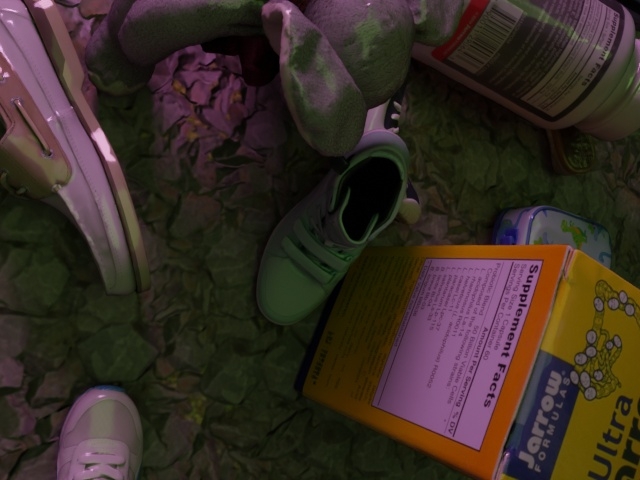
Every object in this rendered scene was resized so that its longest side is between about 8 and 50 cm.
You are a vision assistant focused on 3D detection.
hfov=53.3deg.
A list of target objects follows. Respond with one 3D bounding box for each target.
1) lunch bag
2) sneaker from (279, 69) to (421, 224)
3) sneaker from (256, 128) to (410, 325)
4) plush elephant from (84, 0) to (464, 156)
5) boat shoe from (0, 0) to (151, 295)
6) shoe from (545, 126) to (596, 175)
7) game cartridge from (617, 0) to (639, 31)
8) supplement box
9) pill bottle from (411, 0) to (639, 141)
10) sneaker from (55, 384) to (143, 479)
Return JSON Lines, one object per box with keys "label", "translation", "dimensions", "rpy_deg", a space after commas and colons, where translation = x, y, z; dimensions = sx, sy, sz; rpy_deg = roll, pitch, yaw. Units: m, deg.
{"label": "lunch bag", "translation": [0.309, 0.065, 0.885], "dimensions": [0.176, 0.090, 0.219], "rpy_deg": [12, 84, -27]}
{"label": "sneaker", "translation": [0.078, -0.145, 0.769], "dimensions": [0.153, 0.094, 0.235], "rpy_deg": [-44, 98, -11]}
{"label": "sneaker", "translation": [0.000, -0.001, 0.659], "dimensions": [0.094, 0.151, 0.256], "rpy_deg": [33, 105, -3]}
{"label": "plush elephant", "translation": [-0.022, -0.200, 0.581], "dimensions": [0.272, 0.330, 0.255], "rpy_deg": [-40, 92, -29]}
{"label": "boat shoe", "translation": [-0.254, -0.079, 0.602], "dimensions": [0.103, 0.113, 0.302], "rpy_deg": [-22, 89, -24]}
{"label": "shoe", "translation": [0.353, -0.201, 0.935], "dimensions": [0.076, 0.058, 0.219], "rpy_deg": [-5, 88, -4]}
{"label": "game cartridge", "translation": [0.396, -0.444, 0.877], "dimensions": [0.355, 0.068, 0.230], "rpy_deg": [21, 77, -16]}
{"label": "supplement box", "translation": [0.156, 0.131, 0.659], "dimensions": [0.195, 0.356, 0.194], "rpy_deg": [27, 78, -23]}
{"label": "pill bottle", "translation": [0.271, -0.248, 0.801], "dimensions": [0.318, 0.176, 0.176], "rpy_deg": [23, 79, -17]}
{"label": "sneaker", "translation": [-0.218, 0.258, 0.618], "dimensions": [0.087, 0.092, 0.229], "rpy_deg": [10, 84, -24]}
